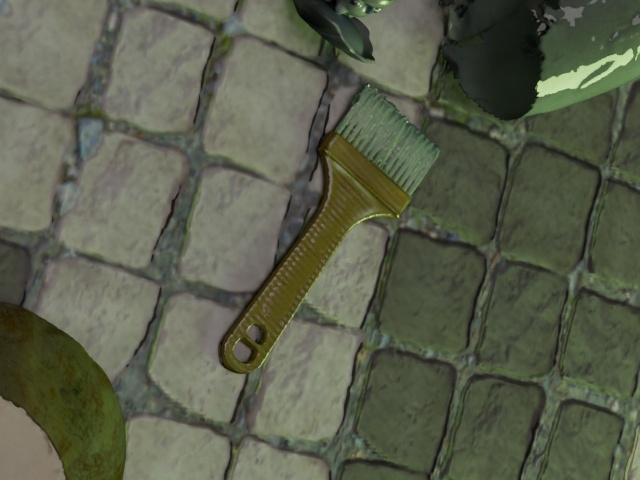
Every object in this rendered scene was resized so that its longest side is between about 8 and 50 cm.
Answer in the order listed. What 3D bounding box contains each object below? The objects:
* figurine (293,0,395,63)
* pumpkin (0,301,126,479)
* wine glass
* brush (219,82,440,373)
[{"bbox_3d":[0.024,-0.172,1.162,0.082,0.094,0.086,41,103,11],"label":"figurine"},{"bbox_3d":[-0.199,0.145,1.037,0.217,0.110,0.217,-3,97,-26],"label":"pumpkin"},{"bbox_3d":[0.235,-0.190,1.259,0.321,0.143,0.143,-28,107,-27],"label":"wine glass"},{"bbox_3d":[0.000,0.000,1.201,0.082,0.010,0.218,42,73,-27],"label":"brush"}]
